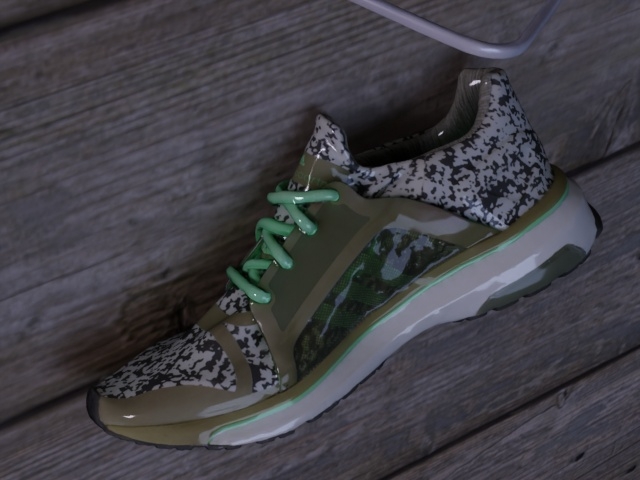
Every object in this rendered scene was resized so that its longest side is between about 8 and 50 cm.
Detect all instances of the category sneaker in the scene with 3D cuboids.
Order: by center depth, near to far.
[{"bbox_3d":[0.000,0.000,1.014,0.410,0.158,0.182,-29,111,-15],"label":"sneaker"}]

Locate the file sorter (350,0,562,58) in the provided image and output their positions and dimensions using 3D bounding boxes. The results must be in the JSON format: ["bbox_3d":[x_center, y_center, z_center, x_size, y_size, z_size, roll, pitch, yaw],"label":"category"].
[{"bbox_3d":[0.081,-0.262,0.683,0.193,0.173,0.278,-52,163,-53],"label":"file sorter"}]
